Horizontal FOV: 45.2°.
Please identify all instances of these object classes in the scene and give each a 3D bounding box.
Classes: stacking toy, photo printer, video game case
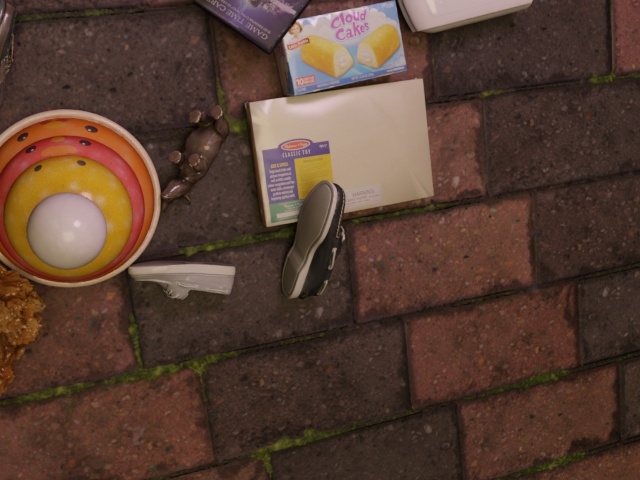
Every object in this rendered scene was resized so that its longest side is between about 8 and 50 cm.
[{"bbox_3d":[-0.425,-0.046,1.329,0.350,0.480,0.351,-4,101,-19],"label":"stacking toy"},{"bbox_3d":[0.300,-0.601,1.686,0.307,0.107,0.256,-19,105,-15],"label":"photo printer"},{"bbox_3d":[-0.098,-0.536,1.551,0.196,0.026,0.274,36,87,10],"label":"video game case"}]

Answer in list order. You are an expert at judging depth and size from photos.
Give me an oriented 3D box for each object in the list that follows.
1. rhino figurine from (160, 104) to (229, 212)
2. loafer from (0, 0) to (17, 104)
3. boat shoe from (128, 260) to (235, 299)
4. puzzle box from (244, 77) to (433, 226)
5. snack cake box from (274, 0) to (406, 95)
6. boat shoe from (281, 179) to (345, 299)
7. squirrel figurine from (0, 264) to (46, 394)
[{"bbox_3d":[-0.261,-0.162,1.573,0.073,0.106,0.243,28,91,9],"label":"rhino figurine"},{"bbox_3d":[-0.613,-0.313,1.436,0.084,0.096,0.268,17,101,-41],"label":"loafer"},{"bbox_3d":[-0.289,0.086,1.616,0.227,0.079,0.081,2,95,-23],"label":"boat shoe"},{"bbox_3d":[0.048,-0.199,1.699,0.408,0.052,0.272,-11,104,-17],"label":"puzzle box"},{"bbox_3d":[0.038,-0.410,1.638,0.264,0.089,0.152,-16,105,-16],"label":"snack cake box"},{"bbox_3d":[0.000,0.000,1.654,0.091,0.114,0.303,2,133,-28],"label":"boat shoe"},{"bbox_3d":[-0.714,0.120,1.399,0.396,0.281,0.371,11,84,-23],"label":"squirrel figurine"}]
